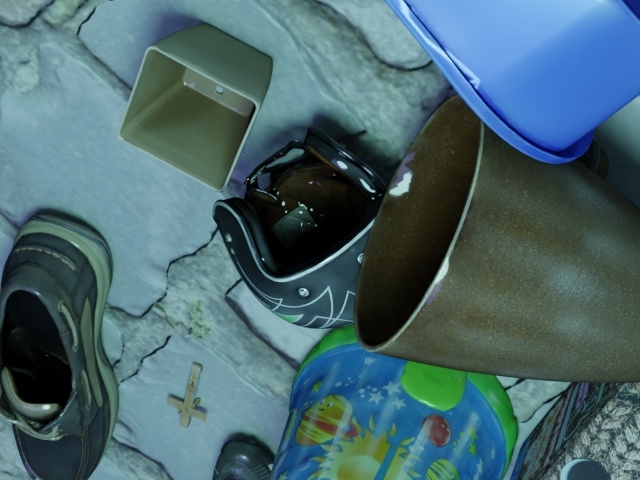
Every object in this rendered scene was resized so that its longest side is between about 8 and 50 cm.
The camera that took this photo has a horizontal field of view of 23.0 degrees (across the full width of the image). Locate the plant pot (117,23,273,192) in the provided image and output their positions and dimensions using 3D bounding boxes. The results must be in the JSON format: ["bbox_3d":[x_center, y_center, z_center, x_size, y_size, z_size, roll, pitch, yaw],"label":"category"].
[{"bbox_3d":[-0.100,-0.129,1.399,0.109,0.096,0.109,29,130,3],"label":"plant pot"}]

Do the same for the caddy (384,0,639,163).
[{"bbox_3d":[0.123,-0.217,1.152,0.179,0.241,0.341,-32,107,30],"label":"caddy"}]

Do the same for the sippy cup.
[{"bbox_3d":[0.050,0.233,1.510,0.240,0.224,0.305,-2,122,24],"label":"sippy cup"}]

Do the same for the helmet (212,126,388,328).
[{"bbox_3d":[0.000,0.000,1.401,0.161,0.169,0.169,48,130,12],"label":"helmet"}]

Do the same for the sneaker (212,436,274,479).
[{"bbox_3d":[-0.090,0.322,1.709,0.078,0.106,0.234,14,127,13],"label":"sneaker"}]

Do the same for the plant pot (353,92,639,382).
[{"bbox_3d":[0.175,0.024,1.244,0.230,0.215,0.215,21,131,-14],"label":"plant pot"}]

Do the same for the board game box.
[{"bbox_3d":[0.331,0.205,1.423,0.232,0.141,0.291,30,129,1],"label":"board game box"}]

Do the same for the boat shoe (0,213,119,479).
[{"bbox_3d":[-0.296,0.140,1.651,0.132,0.130,0.355,13,127,14],"label":"boat shoe"}]

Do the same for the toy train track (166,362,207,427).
[{"bbox_3d":[-0.136,0.163,1.677,0.048,0.014,0.083,24,124,15],"label":"toy train track"}]

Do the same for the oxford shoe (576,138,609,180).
[{"bbox_3d":[0.206,0.004,1.389,0.096,0.082,0.227,11,127,-18],"label":"oxford shoe"}]
